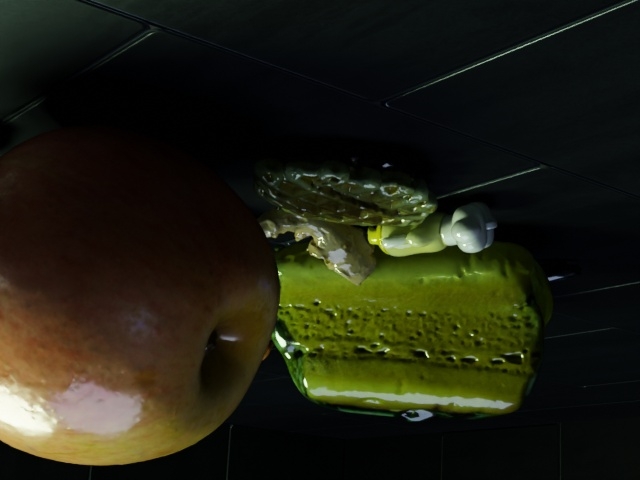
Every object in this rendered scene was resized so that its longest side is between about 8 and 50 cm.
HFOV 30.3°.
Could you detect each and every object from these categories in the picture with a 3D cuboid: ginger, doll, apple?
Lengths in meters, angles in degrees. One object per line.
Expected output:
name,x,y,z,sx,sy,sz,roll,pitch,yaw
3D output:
ginger,0.001,-0.003,1.482,0.173,0.069,0.051,29,-164,-18
doll,0.142,-0.014,1.466,0.163,0.062,0.106,-3,-167,28
apple,-0.224,0.067,1.246,0.364,0.363,0.364,3,165,1

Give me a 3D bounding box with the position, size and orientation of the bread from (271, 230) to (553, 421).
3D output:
bread,0.126,0.112,1.614,0.377,0.251,0.208,2,-173,8

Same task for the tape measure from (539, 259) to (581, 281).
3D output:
tape measure,0.231,0.128,1.801,0.351,0.097,0.215,-14,135,9

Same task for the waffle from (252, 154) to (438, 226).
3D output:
waffle,0.028,-0.055,1.355,0.214,0.054,0.208,5,166,6

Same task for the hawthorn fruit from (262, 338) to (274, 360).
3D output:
hawthorn fruit,-0.129,0.156,2.057,0.128,0.128,0.128,3,165,1
